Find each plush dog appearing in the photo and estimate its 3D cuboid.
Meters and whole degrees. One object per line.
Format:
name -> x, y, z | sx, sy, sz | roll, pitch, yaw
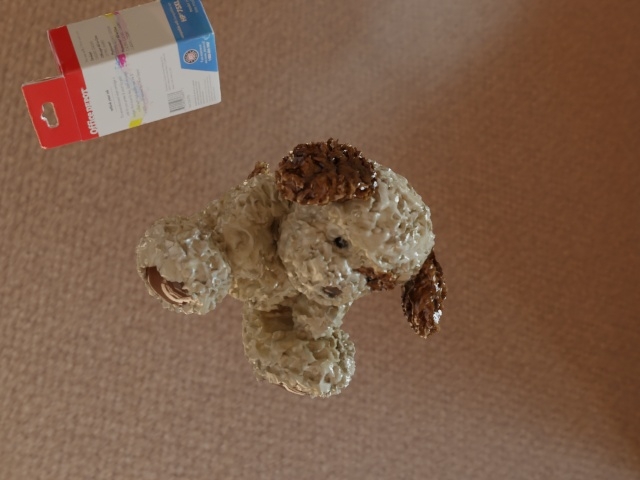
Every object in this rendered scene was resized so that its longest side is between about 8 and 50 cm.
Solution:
plush dog -> 0.000, 0.000, 1.060 | 0.262, 0.225, 0.211 | 45, 47, -37

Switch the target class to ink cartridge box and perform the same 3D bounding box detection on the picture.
ink cartridge box -> -0.243, -0.203, 1.410 | 0.231, 0.134, 0.078 | -17, 60, -11
